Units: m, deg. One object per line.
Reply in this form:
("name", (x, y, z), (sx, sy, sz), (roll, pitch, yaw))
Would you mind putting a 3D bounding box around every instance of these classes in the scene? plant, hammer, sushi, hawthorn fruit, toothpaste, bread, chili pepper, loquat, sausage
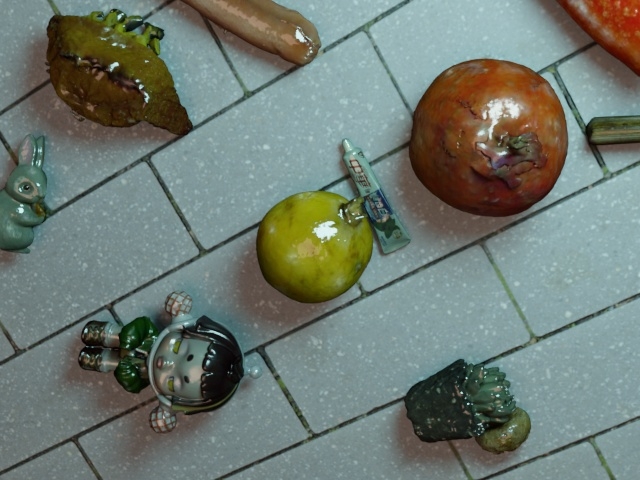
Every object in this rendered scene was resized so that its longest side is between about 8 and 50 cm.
("plant", (0.264, 0.301, 1.622), (0.194, 0.129, 0.132), (-24, 99, 20))
("hammer", (0.631, -0.188, 1.380), (0.408, 0.242, 0.095), (2, 110, 26))
("sushi", (-0.372, -0.308, 1.583), (0.296, 0.179, 0.167), (24, 126, 8))
("hawthorn fruit", (0.283, -0.166, 1.400), (0.276, 0.307, 0.276), (0, 96, 2))
("toothpaste", (0.096, -0.084, 1.598), (0.060, 0.038, 0.233), (-23, 102, 19))
("bread", (0.351, 0.372, 1.651), (0.113, 0.082, 0.060), (-24, 102, 21))
("chili pepper", (0.489, -0.429, 1.318), (0.305, 0.229, 0.251), (42, 126, -2))
("loquat", (0.000, 0.000, 1.542), (0.213, 0.213, 0.246), (44, 130, -3))
("sausage", (-0.183, -0.437, 1.530), (0.419, 0.094, 0.094), (30, 139, 2))

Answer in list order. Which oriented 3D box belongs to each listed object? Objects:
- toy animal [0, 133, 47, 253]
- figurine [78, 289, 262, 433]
("toy animal", (-0.594, -0.085, 1.702), (0.108, 0.138, 0.236), (44, 118, 34))
("figurine", (-0.305, 0.237, 1.715), (0.369, 0.167, 0.281), (7, 88, 19))
